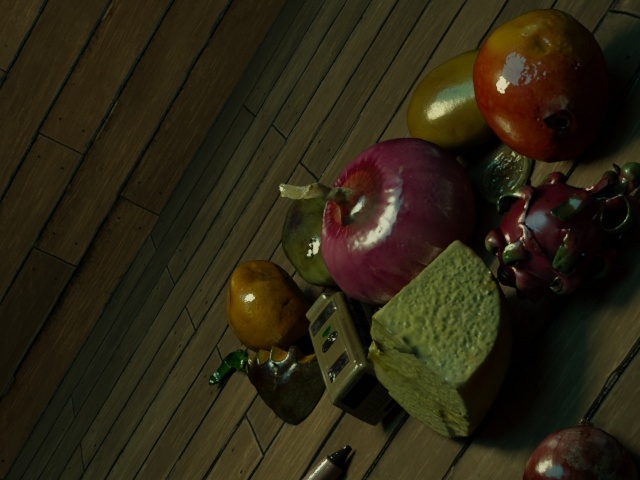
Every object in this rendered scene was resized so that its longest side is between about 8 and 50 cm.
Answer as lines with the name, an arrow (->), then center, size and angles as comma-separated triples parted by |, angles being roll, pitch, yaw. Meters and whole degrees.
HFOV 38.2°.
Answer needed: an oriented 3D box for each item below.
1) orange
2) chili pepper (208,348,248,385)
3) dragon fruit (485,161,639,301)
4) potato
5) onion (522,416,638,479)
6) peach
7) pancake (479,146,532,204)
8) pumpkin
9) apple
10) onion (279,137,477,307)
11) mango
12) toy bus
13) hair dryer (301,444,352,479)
orange -> -0.138, 0.162, 2.239 | 0.183, 0.249, 0.249 | -40, 29, 5
chili pepper -> -0.242, 0.338, 2.497 | 0.182, 0.050, 0.073 | -35, 43, 47
dragon fruit -> 0.406, -0.012, 1.512 | 0.273, 0.198, 0.218 | -10, 41, 29
potato -> 0.000, 0.000, 2.239 | 0.210, 0.173, 0.307 | -53, 24, 14
onion -> 0.366, 0.321, 1.293 | 0.159, 0.159, 0.195 | -38, 14, 41
peach -> 0.406, -0.280, 1.674 | 0.281, 0.238, 0.281 | -177, 90, -72
pancake -> 0.371, -0.135, 1.855 | 0.139, 0.022, 0.139 | -42, 33, 35
pumpkin -> -0.101, 0.340, 2.147 | 0.254, 0.130, 0.149 | -30, 40, 46
apple -> 0.202, 0.183, 1.606 | 0.309, 0.252, 0.314 | 76, -166, -61
onion -> 0.142, -0.041, 1.880 | 0.358, 0.345, 0.358 | -5, 79, 30
mango -> 0.320, -0.299, 1.947 | 0.317, 0.173, 0.211 | -25, 44, 42
toy bus -> 0.071, 0.230, 1.900 | 0.139, 0.157, 0.289 | -52, 28, 20
hair dryer -> -0.069, 0.533, 1.881 | 0.344, 0.189, 0.107 | -47, 26, -1
